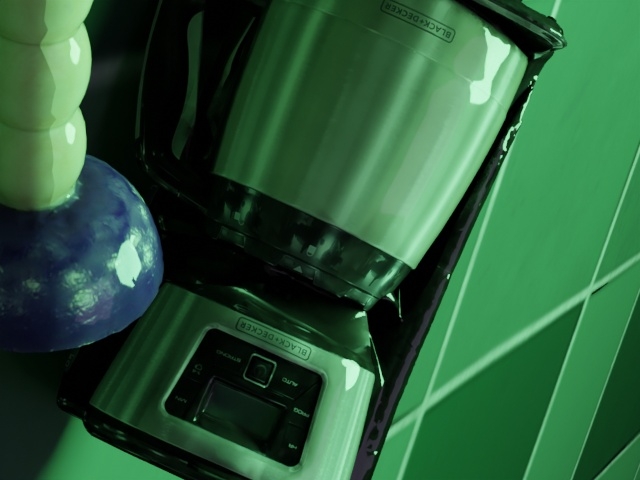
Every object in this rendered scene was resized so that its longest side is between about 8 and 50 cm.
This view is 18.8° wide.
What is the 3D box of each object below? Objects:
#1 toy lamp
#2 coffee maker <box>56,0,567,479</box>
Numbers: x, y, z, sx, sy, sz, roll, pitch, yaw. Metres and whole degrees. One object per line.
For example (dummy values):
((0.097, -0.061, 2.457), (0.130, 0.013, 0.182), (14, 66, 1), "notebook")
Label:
((-0.062, -0.096, 0.433), (0.080, 0.080, 0.275), (-46, 151, -45), "toy lamp")
((0.000, 0.000, 0.644), (0.178, 0.120, 0.171), (-65, 161, -2), "coffee maker")
